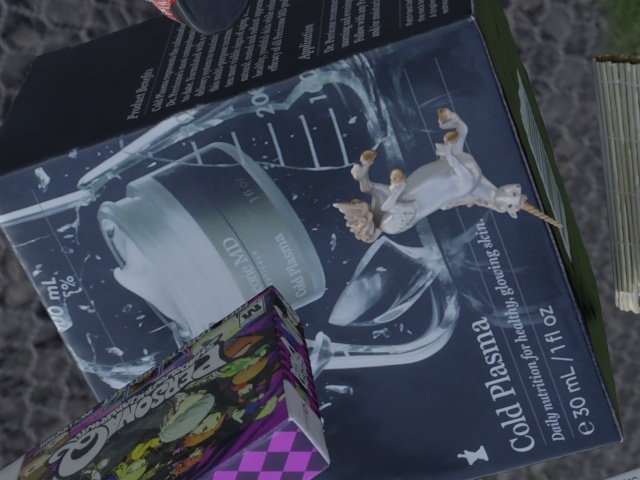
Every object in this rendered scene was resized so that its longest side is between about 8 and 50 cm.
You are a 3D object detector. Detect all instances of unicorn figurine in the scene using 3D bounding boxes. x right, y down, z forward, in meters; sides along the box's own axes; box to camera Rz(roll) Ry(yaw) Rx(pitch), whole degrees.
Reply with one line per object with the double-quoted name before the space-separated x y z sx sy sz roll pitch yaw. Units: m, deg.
"unicorn figurine" 0.092 -0.043 1.148 0.162 0.060 0.111 -16 141 5

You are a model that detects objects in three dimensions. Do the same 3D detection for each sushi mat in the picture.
"sushi mat" 0.356 -0.041 1.524 0.019 0.151 0.316 -46 136 -39

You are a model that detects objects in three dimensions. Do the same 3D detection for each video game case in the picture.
"video game case" -0.105 0.135 0.878 0.232 0.210 0.042 -34 107 7

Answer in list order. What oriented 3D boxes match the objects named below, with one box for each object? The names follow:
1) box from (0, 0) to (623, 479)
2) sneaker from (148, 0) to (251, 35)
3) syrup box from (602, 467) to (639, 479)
"box" 0.000 0.000 1.503 0.472 0.297 0.480 -17 118 14
"sneaker" -0.159 -0.281 1.169 0.090 0.145 0.270 -44 137 -14
"syrup box" 0.297 0.358 1.801 0.237 0.093 0.096 -18 151 -2
